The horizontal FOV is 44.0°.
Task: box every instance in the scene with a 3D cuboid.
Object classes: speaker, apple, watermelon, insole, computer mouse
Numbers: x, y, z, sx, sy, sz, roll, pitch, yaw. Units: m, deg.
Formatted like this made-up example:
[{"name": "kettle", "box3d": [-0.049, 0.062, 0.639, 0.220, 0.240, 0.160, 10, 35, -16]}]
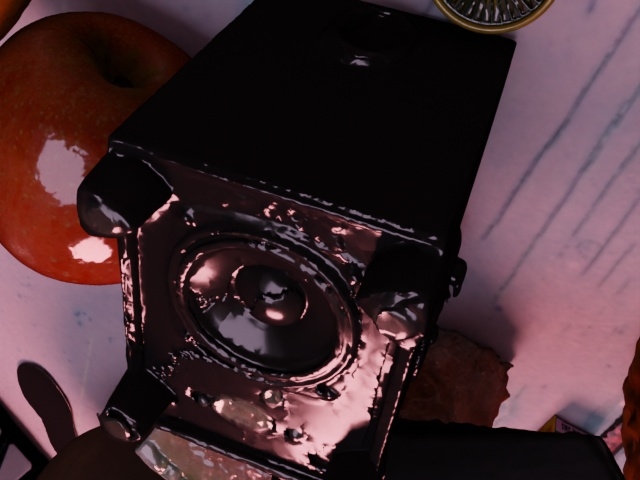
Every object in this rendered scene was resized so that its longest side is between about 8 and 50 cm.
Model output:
[{"name": "speaker", "box3d": [0.000, 0.000, 0.497, 0.184, 0.254, 0.232, 17, 131, 11]}, {"name": "apple", "box3d": [-0.152, -0.062, 0.561, 0.181, 0.181, 0.168, 30, 128, -2]}, {"name": "watermelon", "box3d": [-0.011, 0.183, 0.715, 0.264, 0.151, 0.302, 29, 132, -1]}, {"name": "insole", "box3d": [-0.326, 0.217, 0.971, 0.064, 0.004, 0.188, 8, 129, 17]}, {"name": "computer mouse", "box3d": [0.068, 0.209, 0.538, 0.295, 0.087, 0.168, -12, 82, 39]}]

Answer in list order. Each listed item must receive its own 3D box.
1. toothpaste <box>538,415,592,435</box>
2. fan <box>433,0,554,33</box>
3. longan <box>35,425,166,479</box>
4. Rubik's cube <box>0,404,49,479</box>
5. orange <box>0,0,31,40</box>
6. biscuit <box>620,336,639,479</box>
[{"name": "toothpaste", "box3d": [0.191, 0.232, 0.749, 0.043, 0.037, 0.178, 25, 132, -2]}, {"name": "fan", "box3d": [0.094, -0.196, 0.443, 0.082, 0.039, 0.155, -1, 125, 24]}, {"name": "longan", "box3d": [-0.183, 0.310, 0.831, 0.258, 0.258, 0.258, 11, 130, 14]}, {"name": "Rubik's cube", "box3d": [-0.527, 0.353, 0.979, 0.284, 0.288, 0.293, -8, 125, 29]}, {"name": "orange", "box3d": [-0.303, -0.221, 0.466, 0.284, 0.226, 0.283, 8, 123, 13]}, {"name": "biscuit", "box3d": [0.278, 0.116, 0.422, 0.167, 0.342, 0.394, 7, 132, 12]}]
